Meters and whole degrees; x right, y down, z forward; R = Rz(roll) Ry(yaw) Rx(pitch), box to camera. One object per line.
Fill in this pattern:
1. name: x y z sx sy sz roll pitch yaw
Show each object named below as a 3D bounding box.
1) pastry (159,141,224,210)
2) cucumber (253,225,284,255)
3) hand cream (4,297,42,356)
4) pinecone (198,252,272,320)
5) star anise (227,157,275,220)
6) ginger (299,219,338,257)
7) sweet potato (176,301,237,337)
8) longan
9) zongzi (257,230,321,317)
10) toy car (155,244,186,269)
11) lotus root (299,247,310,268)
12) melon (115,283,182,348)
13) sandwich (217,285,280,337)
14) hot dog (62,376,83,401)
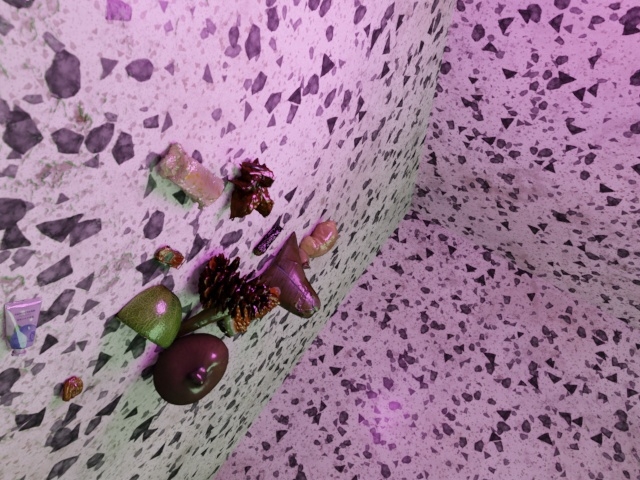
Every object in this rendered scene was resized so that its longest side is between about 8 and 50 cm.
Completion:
1. pastry: -0.368 -0.183 1.247 0.258 0.089 0.121 64 47 -71
2. cucumber: -0.230 -0.003 1.889 0.181 0.053 0.053 -51 159 -27
3. hand cream: -0.718 0.211 1.023 0.084 0.053 0.142 -9 117 -64
4. pinecone: -0.316 0.182 1.609 0.246 0.292 0.246 22 90 -88
5. star anise: -0.235 -0.183 1.467 0.237 0.148 0.346 -56 173 -20
6. ginger: 0.000 0.000 2.321 0.267 0.138 0.152 -45 151 -23
7. sweet potato: -0.451 0.305 1.687 0.273 0.075 0.075 -26 147 -25
8. longan: -0.492 0.485 1.633 0.300 0.243 0.300 -40 -164 13
9. zongzi: -0.097 0.168 2.065 0.360 0.323 0.160 -60 177 -16
10. toy car: -0.483 0.054 1.374 0.059 0.035 0.122 -52 161 -7
11. lotus root: -0.103 0.095 2.188 0.077 0.183 0.090 5 110 -21
12. melon: -0.527 0.255 1.429 0.169 0.129 0.265 -57 160 -17
13. sandwich: -0.321 0.269 1.894 0.301 0.162 0.250 -14 126 -22
14. hot dog: -0.755 0.454 1.292 0.058 0.035 0.083 -26 142 -63
